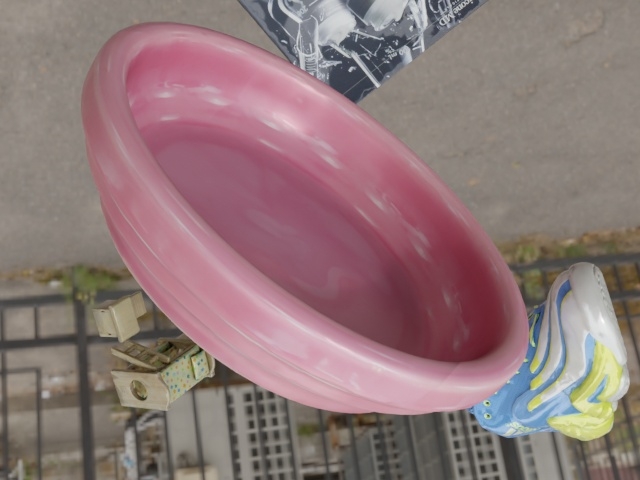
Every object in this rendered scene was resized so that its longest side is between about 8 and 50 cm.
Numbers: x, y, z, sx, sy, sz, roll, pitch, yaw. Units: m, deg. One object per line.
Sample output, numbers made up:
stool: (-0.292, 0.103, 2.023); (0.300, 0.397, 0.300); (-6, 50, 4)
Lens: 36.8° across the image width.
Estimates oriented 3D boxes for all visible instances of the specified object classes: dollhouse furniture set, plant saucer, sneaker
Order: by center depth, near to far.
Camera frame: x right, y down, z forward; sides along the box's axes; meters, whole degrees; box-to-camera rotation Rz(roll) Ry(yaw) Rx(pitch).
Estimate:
plant saucer: (-0.014, -0.010, 0.636); (0.332, 0.332, 0.084); (13, 125, -44)
sneaker: (0.170, 0.105, 0.761); (0.126, 0.091, 0.240); (-12, 143, 8)
dollhouse furniture set: (-0.215, 0.131, 1.402); (0.101, 0.161, 0.182); (-1, -159, 34)

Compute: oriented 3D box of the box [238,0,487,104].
box: (0.057, -0.442, 1.584); (0.343, 0.179, 0.312); (-38, 119, 12)
